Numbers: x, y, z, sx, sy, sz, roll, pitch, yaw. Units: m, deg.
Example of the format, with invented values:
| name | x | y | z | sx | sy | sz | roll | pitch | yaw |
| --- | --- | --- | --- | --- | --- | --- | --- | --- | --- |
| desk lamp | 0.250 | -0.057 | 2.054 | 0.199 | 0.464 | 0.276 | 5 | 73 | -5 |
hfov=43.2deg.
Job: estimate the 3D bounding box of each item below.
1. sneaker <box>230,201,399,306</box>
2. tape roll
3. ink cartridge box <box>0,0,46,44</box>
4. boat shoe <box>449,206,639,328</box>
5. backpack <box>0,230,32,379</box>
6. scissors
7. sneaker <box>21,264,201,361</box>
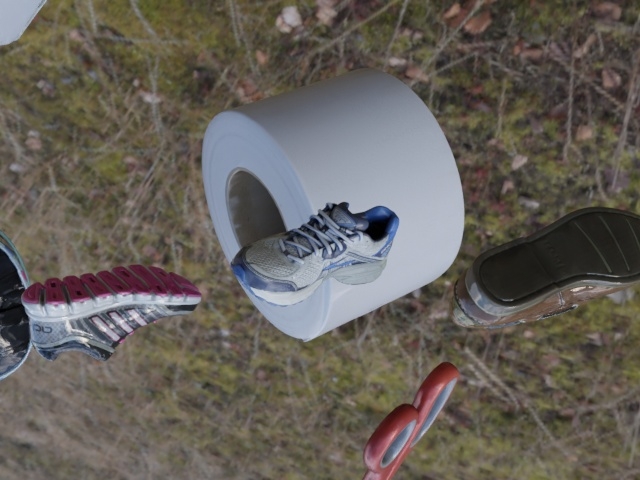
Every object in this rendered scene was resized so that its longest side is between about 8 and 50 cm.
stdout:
| name | x | y | z | sx | sy | sz | roll | pitch | yaw |
| --- | --- | --- | --- | --- | --- | --- | --- | --- | --- |
| sneaker | 0.000 | 0.000 | 0.527 | 0.052 | 0.135 | 0.058 | 50 | 129 | 24 |
| tape roll | 0.006 | -0.040 | 0.842 | 0.246 | 0.169 | 0.246 | 40 | 142 | 42 |
| ink cartridge box | -0.464 | -0.379 | 0.919 | 0.121 | 0.211 | 0.289 | -36 | 79 | 34 |
| boat shoe | 0.298 | 0.037 | 1.026 | 0.307 | 0.111 | 0.104 | -9 | 154 | -22 |
| backpack | -0.493 | 0.089 | 1.018 | 0.191 | 0.253 | 0.225 | -151 | 47 | -71 |
| scissors | 0.050 | 0.219 | 0.711 | 0.021 | 0.109 | 0.297 | 36 | 134 | 22 |
| sneaker | -0.192 | 0.071 | 0.748 | 0.063 | 0.170 | 0.075 | 36 | 121 | 43 |
